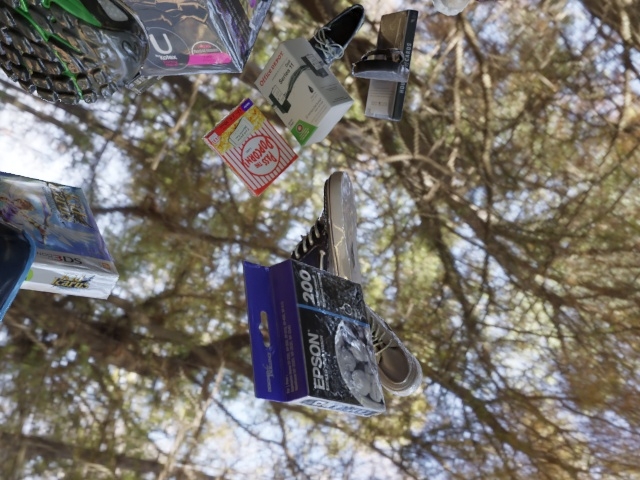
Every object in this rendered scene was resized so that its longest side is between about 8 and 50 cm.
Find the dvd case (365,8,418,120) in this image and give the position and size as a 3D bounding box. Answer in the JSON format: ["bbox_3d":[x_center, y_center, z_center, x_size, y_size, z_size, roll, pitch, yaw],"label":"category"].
[{"bbox_3d":[0.159,-0.395,1.754,0.179,0.030,0.238,-142,-121,-70],"label":"dvd case"}]

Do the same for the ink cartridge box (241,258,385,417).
[{"bbox_3d":[-0.009,0.131,1.069,0.045,0.208,0.206,-35,-128,36],"label":"ink cartridge box"}]

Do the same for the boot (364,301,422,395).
[{"bbox_3d":[0.115,0.218,1.637,0.095,0.123,0.258,-43,-146,2],"label":"boot"}]

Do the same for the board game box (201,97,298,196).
[{"bbox_3d":[-0.170,-0.227,1.889,0.147,0.193,0.045,-46,-160,-12],"label":"board game box"}]

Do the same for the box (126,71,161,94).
[{"bbox_3d":[-0.453,-0.462,2.009,0.147,0.077,0.180,-38,-176,-1],"label":"box"}]

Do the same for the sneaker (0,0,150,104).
[{"bbox_3d":[-0.235,-0.237,0.615,0.146,0.134,0.343,-35,-120,-20],"label":"sneaker"}]

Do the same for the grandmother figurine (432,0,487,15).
[{"bbox_3d":[0.335,-0.573,1.648,0.104,0.208,0.342,-50,-171,-15],"label":"grandmother figurine"}]

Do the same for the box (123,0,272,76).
[{"bbox_3d":[-0.167,-0.375,1.101,0.165,0.143,0.270,2,-127,21],"label":"box"}]

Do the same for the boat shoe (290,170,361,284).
[{"bbox_3d":[0.000,0.000,1.799,0.158,0.340,0.127,3,-154,17],"label":"boat shoe"}]

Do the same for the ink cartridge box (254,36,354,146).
[{"bbox_3d":[-0.042,-0.354,1.838,0.208,0.087,0.153,54,-45,12],"label":"ink cartridge box"}]

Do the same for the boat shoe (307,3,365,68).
[{"bbox_3d":[0.024,-0.507,1.987,0.254,0.095,0.079,-44,-177,-10],"label":"boat shoe"}]

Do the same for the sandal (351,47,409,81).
[{"bbox_3d":[0.106,-0.306,1.341,0.254,0.097,0.054,-67,164,-77],"label":"sandal"}]

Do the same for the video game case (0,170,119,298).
[{"bbox_3d":[-0.500,-0.020,1.328,0.061,0.244,0.269,-56,-134,21],"label":"video game case"}]

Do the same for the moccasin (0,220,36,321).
[{"bbox_3d":[-0.536,0.124,1.104,0.138,0.117,0.342,-2,-119,59],"label":"moccasin"}]
